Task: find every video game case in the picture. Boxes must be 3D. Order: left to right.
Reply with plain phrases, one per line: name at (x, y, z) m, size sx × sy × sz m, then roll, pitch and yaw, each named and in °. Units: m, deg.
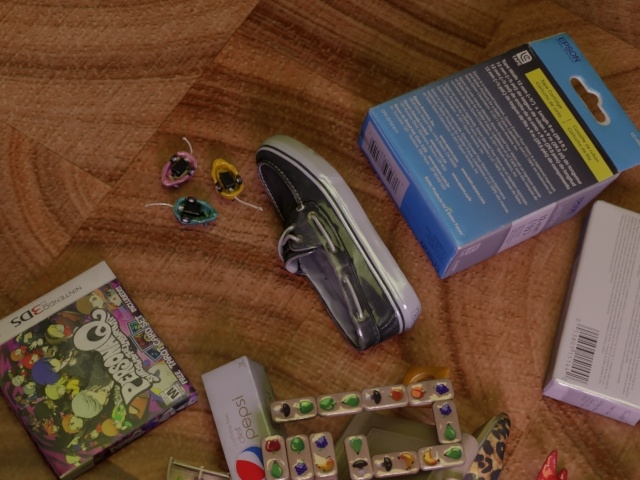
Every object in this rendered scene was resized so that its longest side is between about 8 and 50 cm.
video game case at (-0.310, 0.169, 1.826) m, size 0.210 × 0.042 × 0.232 m, roll -31°, pitch 71°, yaw -19°

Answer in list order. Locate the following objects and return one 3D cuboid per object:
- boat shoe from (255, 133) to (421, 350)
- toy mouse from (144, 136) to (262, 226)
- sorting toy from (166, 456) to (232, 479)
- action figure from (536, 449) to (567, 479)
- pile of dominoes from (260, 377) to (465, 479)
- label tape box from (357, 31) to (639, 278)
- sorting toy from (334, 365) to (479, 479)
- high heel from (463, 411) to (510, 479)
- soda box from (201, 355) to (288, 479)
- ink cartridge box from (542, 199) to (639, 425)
boat shoe at (0.000, 0.000, 1.905) m, size 0.119 × 0.121 × 0.335 m, roll -31°, pitch 73°, yaw -25°
toy mouse at (-0.184, -0.069, 1.967) m, size 0.143 × 0.031 × 0.161 m, roll -27°, pitch 70°, yaw -19°
sorting toy at (-0.160, 0.323, 1.771) m, size 0.083 × 0.045 × 0.075 m, roll 15°, pitch 70°, yaw 0°
action figure at (0.428, 0.317, 1.752) m, size 0.280 × 0.091 × 0.139 m, roll 25°, pitch 72°, yaw 35°
pile of dominoes at (0.056, 0.266, 1.702) m, size 0.251 × 0.040 × 0.196 m, roll -8°, pitch 60°, yaw -4°
label tape box at (0.266, -0.130, 2.013) m, size 0.347 × 0.115 × 0.249 m, roll -23°, pitch 69°, yaw -20°
sorting toy at (0.089, 0.310, 1.773) m, size 0.196 × 0.047 × 0.348 m, roll 9°, pitch 55°, yaw 42°
high heel at (0.229, 0.363, 1.786) m, size 0.186 × 0.093 × 0.261 m, roll 38°, pitch 60°, yaw -3°
soda box at (-0.082, 0.262, 1.778) m, size 0.069 × 0.074 × 0.216 m, roll -25°, pitch 65°, yaw 11°
ink cartridge box at (0.469, 0.116, 1.939) m, size 0.261 × 0.066 × 0.296 m, roll 18°, pitch 63°, yaw 2°
